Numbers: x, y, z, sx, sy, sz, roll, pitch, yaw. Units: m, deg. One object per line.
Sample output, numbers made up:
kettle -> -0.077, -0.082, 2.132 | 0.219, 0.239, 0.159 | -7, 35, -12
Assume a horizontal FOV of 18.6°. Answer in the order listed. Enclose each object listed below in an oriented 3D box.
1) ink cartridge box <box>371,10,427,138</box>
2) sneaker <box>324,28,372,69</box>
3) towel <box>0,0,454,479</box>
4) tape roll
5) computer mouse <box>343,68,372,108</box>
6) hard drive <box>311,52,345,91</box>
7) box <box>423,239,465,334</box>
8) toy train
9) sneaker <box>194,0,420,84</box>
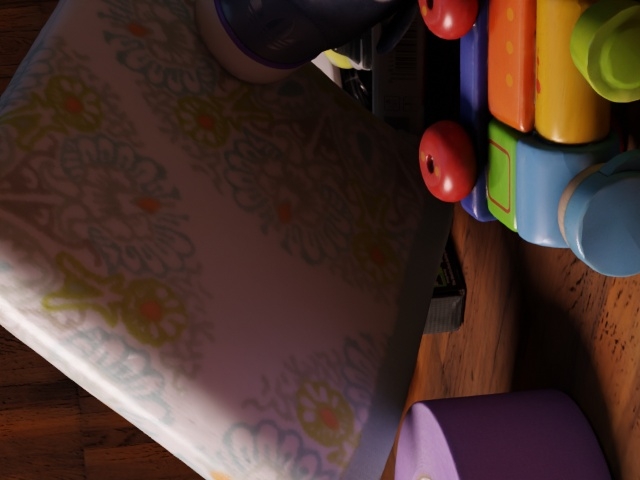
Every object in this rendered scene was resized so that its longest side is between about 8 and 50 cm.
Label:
ink cartridge box -> 0.066, -0.148, 1.511 | 0.179, 0.045, 0.145 | -73, -16, -60
sneaker -> 0.002, -0.191, 1.561 | 0.208, 0.094, 0.081 | -85, -3, -66
towel -> -0.071, -0.015, 1.281 | 0.090, 0.320, 0.374 | -43, 18, 36
tape roll -> 0.113, 0.229, 1.178 | 0.275, 0.090, 0.274 | 175, 90, -82
computer mouse -> 0.047, -0.077, 1.654 | 0.071, 0.041, 0.242 | 68, -165, -56
hard drive -> 0.016, 0.003, 1.735 | 0.233, 0.047, 0.353 | 75, -173, -78
box -> 0.000, 0.000, 1.482 | 0.190, 0.184, 0.045 | -103, 12, -47
toy train -> 0.120, -0.113, 0.936 | 0.143, 0.105, 0.248 | -135, 40, -61
sneaker -> 0.051, -0.258, 1.328 | 0.236, 0.130, 0.323 | -35, 21, 42
